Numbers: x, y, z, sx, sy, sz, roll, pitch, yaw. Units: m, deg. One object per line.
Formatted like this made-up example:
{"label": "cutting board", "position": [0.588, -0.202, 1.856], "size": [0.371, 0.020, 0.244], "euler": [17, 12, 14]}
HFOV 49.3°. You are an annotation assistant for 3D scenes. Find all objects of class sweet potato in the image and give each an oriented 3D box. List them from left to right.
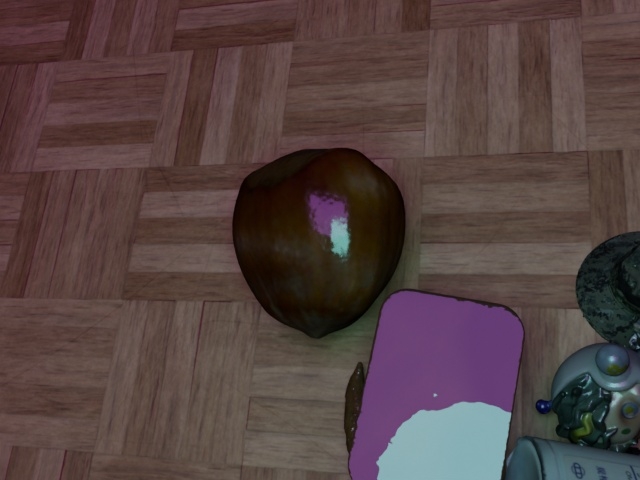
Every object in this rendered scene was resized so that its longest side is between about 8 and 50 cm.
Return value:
{"label": "sweet potato", "position": [0.075, 0.333, 1.328], "size": [0.068, 0.060, 0.206], "euler": [7, 65, -22]}

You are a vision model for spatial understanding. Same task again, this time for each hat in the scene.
{"label": "hat", "position": [0.598, 0.074, 1.246], "size": [0.265, 0.128, 0.265], "euler": [-7, 64, 15]}

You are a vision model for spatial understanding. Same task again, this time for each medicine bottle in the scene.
{"label": "medicine bottle", "position": [0.461, 0.420, 1.057], "size": [0.332, 0.190, 0.190], "euler": [11, 71, -2]}

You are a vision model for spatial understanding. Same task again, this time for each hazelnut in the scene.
{"label": "hazelnut", "position": [0.002, -0.009, 1.337], "size": [0.366, 0.366, 0.366], "euler": [-5, 68, 13]}

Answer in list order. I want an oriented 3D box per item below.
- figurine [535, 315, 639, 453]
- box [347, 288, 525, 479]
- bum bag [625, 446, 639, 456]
{"label": "figurine", "position": [0.540, 0.218, 1.140], "size": [0.382, 0.261, 0.186], "euler": [-41, 20, 16]}
{"label": "box", "position": [0.213, 0.287, 1.209], "size": [0.239, 0.229, 0.339], "euler": [8, 72, 19]}
{"label": "bum bag", "position": [0.567, 0.383, 1.181], "size": [0.124, 0.034, 0.058], "euler": [2, 82, 17]}
